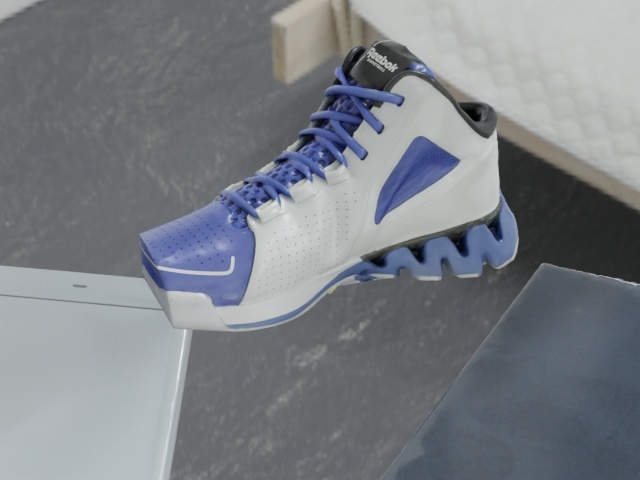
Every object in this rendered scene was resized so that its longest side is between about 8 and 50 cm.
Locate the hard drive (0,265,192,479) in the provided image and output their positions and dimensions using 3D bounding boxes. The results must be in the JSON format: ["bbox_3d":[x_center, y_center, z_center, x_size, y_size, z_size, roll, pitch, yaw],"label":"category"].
[{"bbox_3d":[-0.260,0.199,1.080,0.233,0.047,0.353,5,66,3],"label":"hard drive"}]

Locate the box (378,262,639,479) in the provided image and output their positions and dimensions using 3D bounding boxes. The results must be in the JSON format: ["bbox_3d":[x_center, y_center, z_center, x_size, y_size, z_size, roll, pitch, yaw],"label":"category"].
[{"bbox_3d":[0.288,0.368,1.239,0.297,0.472,0.480,15,42,31],"label":"box"}]

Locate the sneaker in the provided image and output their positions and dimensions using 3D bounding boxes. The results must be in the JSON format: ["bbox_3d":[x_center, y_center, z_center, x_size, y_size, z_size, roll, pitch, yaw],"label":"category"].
[{"bbox_3d":[0.010,-0.055,0.850,0.315,0.182,0.127,-12,26,-23],"label":"sneaker"}]

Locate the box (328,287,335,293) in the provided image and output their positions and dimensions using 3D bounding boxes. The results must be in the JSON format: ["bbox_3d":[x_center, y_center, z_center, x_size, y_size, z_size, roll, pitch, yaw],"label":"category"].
[{"bbox_3d":[0.000,0.000,1.430,0.058,0.232,0.087,39,91,-12],"label":"box"}]
